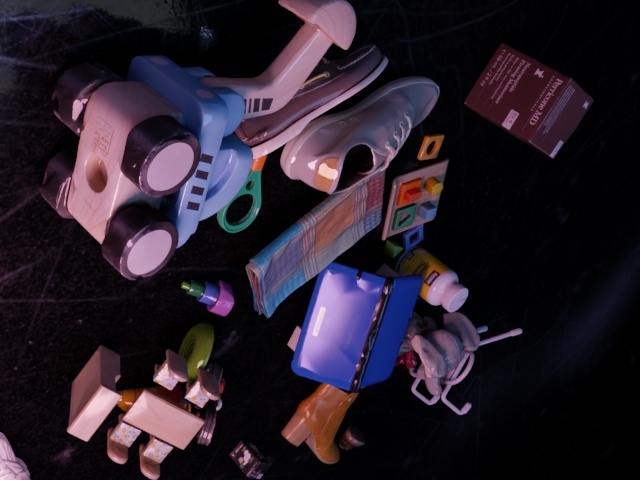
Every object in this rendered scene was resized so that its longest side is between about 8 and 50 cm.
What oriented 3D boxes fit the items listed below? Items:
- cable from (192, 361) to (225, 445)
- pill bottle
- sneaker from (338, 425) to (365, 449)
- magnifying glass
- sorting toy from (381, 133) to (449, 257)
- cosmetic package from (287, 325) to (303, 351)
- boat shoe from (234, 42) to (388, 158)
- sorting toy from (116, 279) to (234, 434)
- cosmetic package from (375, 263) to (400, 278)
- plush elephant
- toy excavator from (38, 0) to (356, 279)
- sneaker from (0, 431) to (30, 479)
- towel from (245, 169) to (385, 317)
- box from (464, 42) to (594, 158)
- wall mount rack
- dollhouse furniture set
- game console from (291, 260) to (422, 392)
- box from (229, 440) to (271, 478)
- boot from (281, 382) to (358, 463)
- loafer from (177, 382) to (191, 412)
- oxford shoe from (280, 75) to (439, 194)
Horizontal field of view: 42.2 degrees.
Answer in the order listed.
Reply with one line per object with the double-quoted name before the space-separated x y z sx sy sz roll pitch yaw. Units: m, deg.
"cable" -0.222 0.344 1.747 0.072 0.287 0.139 25 87 -15
"pill bottle" 0.286 0.101 2.123 0.103 0.184 0.103 -30 141 -28
"sneaker" 0.087 0.591 2.432 0.071 0.066 0.188 -43 167 -1
"magnifying glass" -0.134 -0.117 1.577 0.092 0.026 0.231 -4 127 -47
"sorting toy" 0.238 -0.095 2.002 0.196 0.047 0.347 -24 138 -34
"cosmetic package" -0.021 0.242 2.033 0.115 0.041 0.060 7 116 -52
"boat shoe" -0.018 -0.271 1.484 0.324 0.116 0.096 -37 106 -17
"sorting toy" -0.307 0.229 1.669 0.126 0.127 0.365 23 103 -25
"cosmetic package" 0.126 0.183 2.096 0.239 0.099 0.060 -49 149 -1
"plush elephant" 0.275 0.294 2.230 0.272 0.255 0.330 -17 134 -39
"toy excavator" -0.169 -0.197 1.303 0.445 0.222 0.432 -17 136 -49
"sneaker" -0.575 0.429 1.506 0.090 0.115 0.232 -40 145 -16
"towel" 0.000 0.000 1.776 0.370 0.040 0.271 -39 159 -16
"box" 0.484 -0.324 1.928 0.167 0.203 0.168 16 109 -54
"wall mount rack" 0.410 0.344 2.396 0.130 0.350 0.304 38 77 -13
"dollhouse furniture set" -0.333 0.323 1.543 0.242 0.161 0.212 34 100 -23
"game console" 0.091 0.199 2.004 0.173 0.250 0.293 -65 172 -78
"box" -0.179 0.561 2.118 0.052 0.083 0.062 -50 147 2
"boot" 0.036 0.495 2.283 0.211 0.104 0.295 -47 141 1
"loafer" -0.311 0.389 1.820 0.062 0.061 0.170 -30 142 -28
"oxford shoe" 0.109 -0.204 1.641 0.449 0.130 0.169 -32 150 -42
